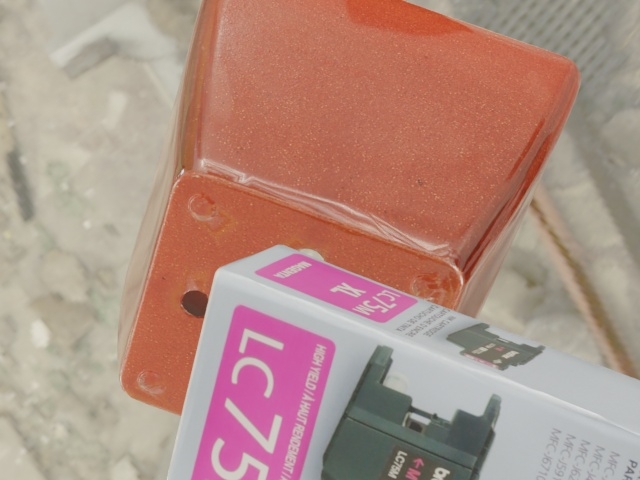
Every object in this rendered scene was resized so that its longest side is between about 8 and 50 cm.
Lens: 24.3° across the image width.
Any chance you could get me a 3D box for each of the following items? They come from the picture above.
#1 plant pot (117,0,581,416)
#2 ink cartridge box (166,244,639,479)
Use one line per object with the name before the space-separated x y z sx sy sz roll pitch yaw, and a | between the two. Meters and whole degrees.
plant pot | 0.000 0.000 0.996 0.267 0.236 0.267 19 123 0
ink cartridge box | 0.084 0.140 0.544 0.311 0.065 0.186 20 107 18
